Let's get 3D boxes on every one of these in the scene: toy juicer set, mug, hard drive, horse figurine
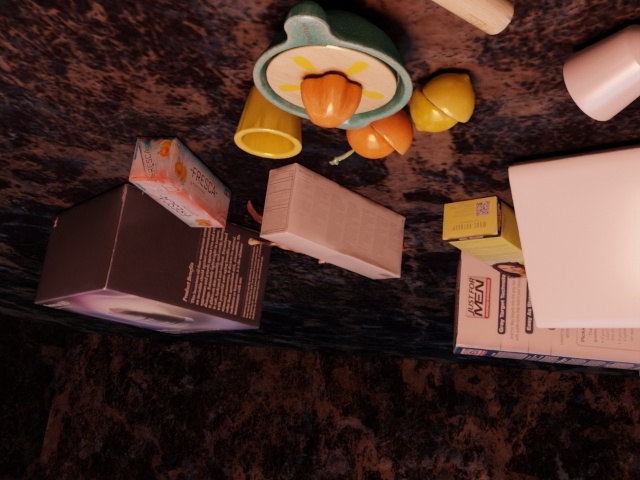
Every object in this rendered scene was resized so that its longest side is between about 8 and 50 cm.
[{"bbox_3d":[0.047,-0.133,0.562,0.209,0.090,0.329,10,163,-11],"label":"toy juicer set"},{"bbox_3d":[0.244,-0.144,0.531,0.062,0.078,0.064,44,145,-8],"label":"mug"},{"bbox_3d":[0.372,-0.005,0.701,0.307,0.203,0.040,-5,-166,36],"label":"hard drive"},{"bbox_3d":[0.000,0.000,1.075,0.174,0.066,0.263,-1,165,43],"label":"horse figurine"}]

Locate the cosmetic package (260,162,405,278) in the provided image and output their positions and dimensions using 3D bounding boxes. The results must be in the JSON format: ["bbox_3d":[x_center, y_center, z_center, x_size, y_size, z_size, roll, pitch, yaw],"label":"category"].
[{"bbox_3d":[0.025,-0.020,0.940,0.060,0.099,0.239,-6,159,44],"label":"cosmetic package"}]

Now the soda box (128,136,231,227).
[{"bbox_3d":[-0.185,-0.074,0.896,0.058,0.063,0.183,2,162,16],"label":"soda box"}]

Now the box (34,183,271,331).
[{"bbox_3d":[-0.298,0.053,1.168,0.294,0.183,0.296,22,158,-38],"label":"box"}]

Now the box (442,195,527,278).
[{"bbox_3d":[0.277,0.003,0.985,0.087,0.058,0.232,-8,158,40],"label":"box"}]

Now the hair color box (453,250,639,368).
[{"bbox_3d":[0.406,0.118,1.118,0.347,0.174,0.105,4,165,9],"label":"hair color box"}]
